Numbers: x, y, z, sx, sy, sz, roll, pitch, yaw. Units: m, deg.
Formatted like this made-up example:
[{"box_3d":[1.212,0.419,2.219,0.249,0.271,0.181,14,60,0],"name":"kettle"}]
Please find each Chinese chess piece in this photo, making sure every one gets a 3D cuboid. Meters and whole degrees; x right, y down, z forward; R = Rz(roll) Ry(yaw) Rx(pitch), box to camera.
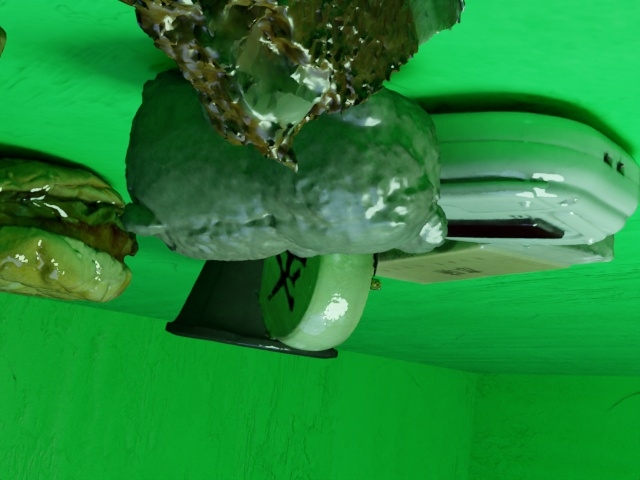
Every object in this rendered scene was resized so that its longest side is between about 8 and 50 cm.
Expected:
[{"box_3d":[-0.008,0.040,1.334,0.083,0.188,0.188,11,169,-24],"name":"Chinese chess piece"}]

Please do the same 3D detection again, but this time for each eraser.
[{"box_3d":[0.173,-0.004,1.288,0.144,0.078,0.343,11,169,-30],"name":"eraser"}]

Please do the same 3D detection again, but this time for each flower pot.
[{"box_3d":[-0.096,0.086,1.697,0.269,0.166,0.269,7,174,1],"name":"flower pot"}]

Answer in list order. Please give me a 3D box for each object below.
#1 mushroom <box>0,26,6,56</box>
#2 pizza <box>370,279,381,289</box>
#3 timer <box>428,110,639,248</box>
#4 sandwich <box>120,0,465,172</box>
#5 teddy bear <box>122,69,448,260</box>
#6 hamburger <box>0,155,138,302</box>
[{"box_3d":[-0.328,-0.177,0.678,0.100,0.081,0.312,-3,162,32],"name":"mushroom"},{"box_3d":[0.078,0.075,1.938,0.083,0.025,0.078,3,176,-20],"name":"pizza"},{"box_3d":[0.150,-0.052,1.009,0.262,0.087,0.237,1,169,35],"name":"timer"},{"box_3d":[-0.012,-0.137,0.498,0.079,0.159,0.235,6,151,32],"name":"sandwich"},{"box_3d":[-0.032,-0.064,0.884,0.267,0.151,0.236,-9,136,26],"name":"teddy bear"},{"box_3d":[-0.332,-0.008,1.375,0.209,0.162,0.330,5,168,-6],"name":"hamburger"}]
